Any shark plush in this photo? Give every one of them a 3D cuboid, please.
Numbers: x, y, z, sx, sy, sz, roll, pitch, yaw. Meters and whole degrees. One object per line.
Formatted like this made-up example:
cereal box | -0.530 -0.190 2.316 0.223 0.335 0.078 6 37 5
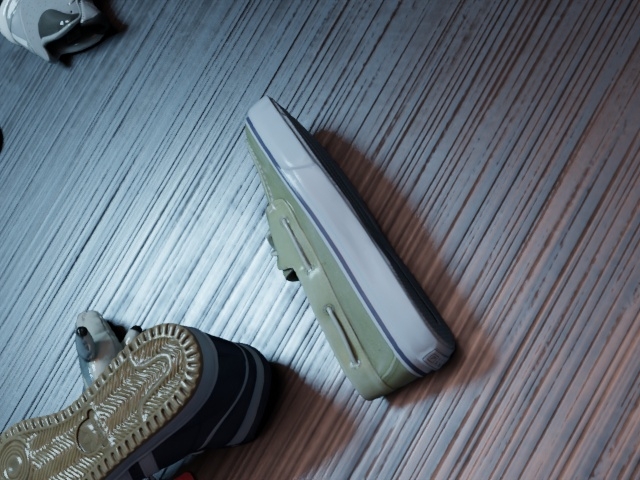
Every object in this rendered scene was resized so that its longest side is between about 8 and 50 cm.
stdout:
shark plush | -0.218 0.149 0.778 0.067 0.073 0.161 -14 89 40

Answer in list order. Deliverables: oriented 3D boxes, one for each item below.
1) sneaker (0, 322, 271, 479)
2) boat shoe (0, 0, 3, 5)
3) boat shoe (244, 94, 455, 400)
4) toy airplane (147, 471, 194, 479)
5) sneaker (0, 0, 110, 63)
sneaker | -0.167 0.177 0.682 0.282 0.153 0.099 -38 65 17
boat shoe | -0.351 -0.381 0.967 0.073 0.080 0.224 31 83 33
boat shoe | 0.000 0.000 0.683 0.094 0.109 0.302 -37 66 11
toy airplane | -0.137 0.280 0.698 0.151 0.028 0.151 -7 71 20
sneaker | -0.283 -0.313 0.923 0.132 0.086 0.229 38 101 23
